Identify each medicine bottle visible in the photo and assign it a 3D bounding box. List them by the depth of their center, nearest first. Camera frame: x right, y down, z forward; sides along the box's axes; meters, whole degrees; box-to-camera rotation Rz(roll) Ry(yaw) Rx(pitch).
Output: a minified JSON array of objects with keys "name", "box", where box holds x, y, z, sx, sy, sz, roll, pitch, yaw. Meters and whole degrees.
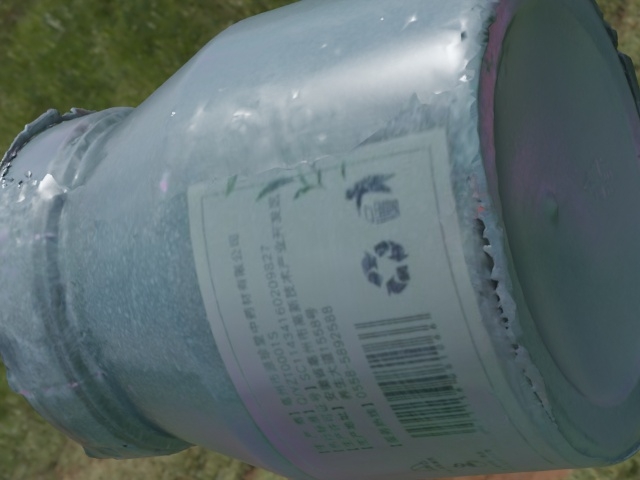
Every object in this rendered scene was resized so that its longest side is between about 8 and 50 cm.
[{"name":"medicine bottle","box":[0.000,0.000,0.617,0.290,0.245,0.245,-9,54,30]}]
